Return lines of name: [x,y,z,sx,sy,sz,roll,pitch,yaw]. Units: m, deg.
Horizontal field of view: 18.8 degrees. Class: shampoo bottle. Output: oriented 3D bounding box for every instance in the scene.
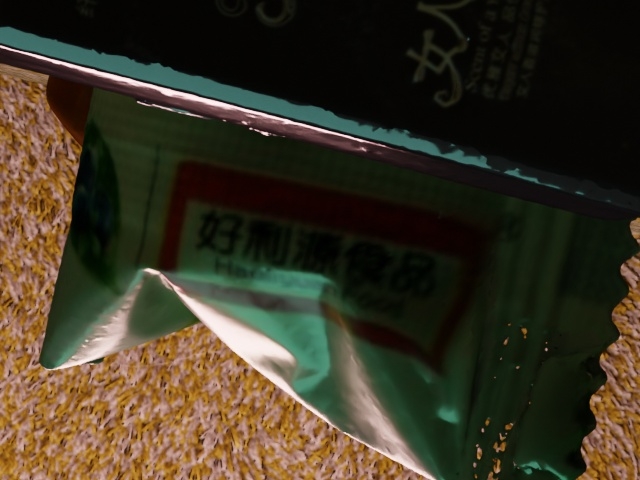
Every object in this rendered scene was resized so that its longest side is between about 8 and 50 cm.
shampoo bottle: [-0.027,-0.089,0.647,0.309,0.098,0.071,14,180,-12]

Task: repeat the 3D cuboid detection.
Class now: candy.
candy: [0.003,0.001,1.189,0.398,0.263,0.172,15,-170,24]

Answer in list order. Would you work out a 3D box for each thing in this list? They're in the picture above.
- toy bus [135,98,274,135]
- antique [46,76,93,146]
toy bus: [-0.003,-0.089,0.907,0.106,0.090,0.185,14,-178,-33]
antique: [-0.077,-0.087,1.491,0.278,0.129,0.223,17,-177,13]
